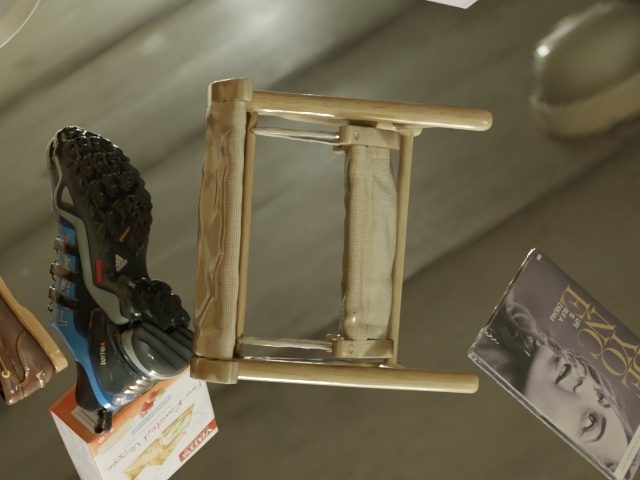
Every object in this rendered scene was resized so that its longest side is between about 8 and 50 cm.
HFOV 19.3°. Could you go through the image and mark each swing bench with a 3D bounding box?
[{"bbox_3d":[0.000,0.000,1.660,0.165,0.255,0.253,180,95,-66],"label":"swing bench"}]

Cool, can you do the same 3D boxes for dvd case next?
[{"bbox_3d":[0.275,0.134,2.003,0.221,0.164,0.018,41,144,-8],"label":"dvd case"}]

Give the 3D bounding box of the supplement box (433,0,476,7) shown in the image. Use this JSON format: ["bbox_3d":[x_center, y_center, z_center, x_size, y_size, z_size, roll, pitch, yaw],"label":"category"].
[{"bbox_3d":[0.114,-0.391,2.136,0.130,0.073,0.239,6,-119,-38],"label":"supplement box"}]

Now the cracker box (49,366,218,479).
[{"bbox_3d":[-0.196,0.194,2.035,0.067,0.156,0.232,39,161,21],"label":"cracker box"}]

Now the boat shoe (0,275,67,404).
[{"bbox_3d":[-0.320,0.055,1.728,0.207,0.073,0.073,52,164,6],"label":"boat shoe"}]

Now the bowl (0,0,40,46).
[{"bbox_3d":[-0.438,-0.333,1.997,0.134,0.298,0.298,36,163,47],"label":"bowl"}]

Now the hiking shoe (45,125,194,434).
[{"bbox_3d":[-0.227,0.025,1.819,0.113,0.132,0.304,20,-139,-45],"label":"hiking shoe"}]
